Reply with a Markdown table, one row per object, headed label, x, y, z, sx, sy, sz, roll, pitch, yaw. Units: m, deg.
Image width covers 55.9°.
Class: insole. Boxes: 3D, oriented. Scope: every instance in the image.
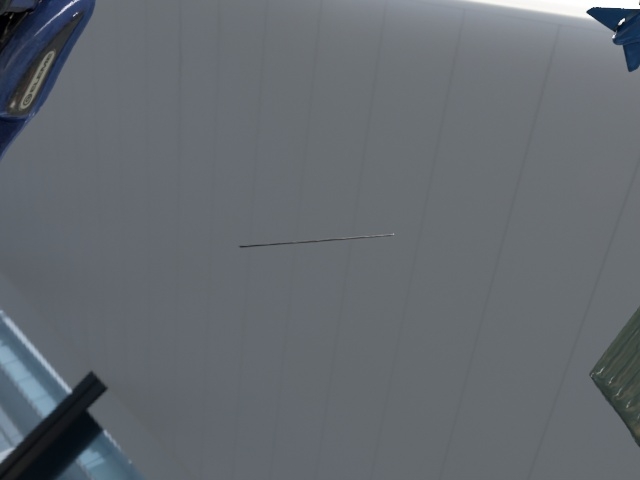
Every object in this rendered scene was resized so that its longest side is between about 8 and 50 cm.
| label | x | y | z | sx | sy | sz | roll | pitch | yaw |
| --- | --- | --- | --- | --- | --- | --- | --- | --- | --- |
| insole | 0.000 | 0.000 | 0.483 | 0.045 | 0.135 | 0.002 | -2 | -87 | 60 |

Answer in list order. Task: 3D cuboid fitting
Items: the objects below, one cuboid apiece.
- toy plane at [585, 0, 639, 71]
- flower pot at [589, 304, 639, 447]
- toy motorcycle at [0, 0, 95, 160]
| label | x | y | z | sx | sy | sz | roll | pitch | yaw |
| --- | --- | --- | --- | --- | --- | --- | --- | --- | --- |
| toy plane | 0.502 | -0.322 | 0.798 | 0.254 | 0.105 | 0.271 | 45 | -23 | -16 |
| flower pot | 0.463 | 0.158 | 0.691 | 0.209 | 0.239 | 0.189 | 25 | -69 | -10 |
| toy motorcycle | -0.332 | -0.132 | 0.525 | 0.125 | 0.212 | 0.358 | 35 | -75 | -12 |
